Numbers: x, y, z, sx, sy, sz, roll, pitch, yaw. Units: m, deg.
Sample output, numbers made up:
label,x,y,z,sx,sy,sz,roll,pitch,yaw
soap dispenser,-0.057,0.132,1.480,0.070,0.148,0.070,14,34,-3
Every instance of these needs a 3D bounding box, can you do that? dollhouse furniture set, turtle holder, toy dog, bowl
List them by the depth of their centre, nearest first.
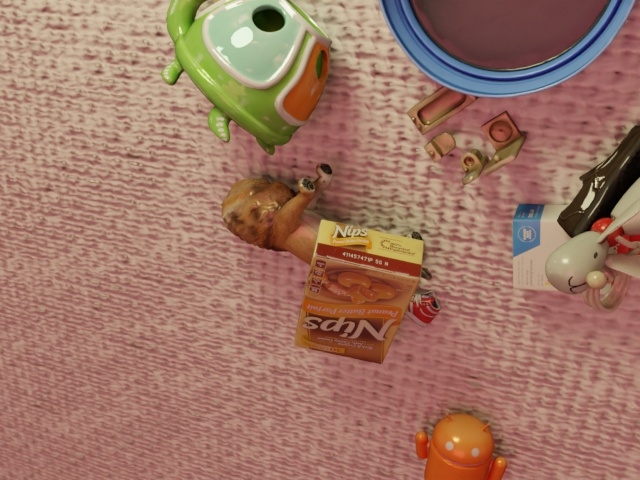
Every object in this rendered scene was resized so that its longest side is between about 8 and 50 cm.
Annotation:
label,x,y,z,sx,sy,sz,roll,pitch,yaw
toy dog,0.501,-0.024,1.063,0.220,0.161,0.334,32,94,-34
bowl,0.277,-0.414,1.102,0.391,0.077,0.391,9,115,19
dollhouse furniture set,0.230,-0.178,1.215,0.144,0.123,0.151,-32,99,32
turtle holder,-0.120,-0.323,1.263,0.227,0.243,0.320,-45,52,18

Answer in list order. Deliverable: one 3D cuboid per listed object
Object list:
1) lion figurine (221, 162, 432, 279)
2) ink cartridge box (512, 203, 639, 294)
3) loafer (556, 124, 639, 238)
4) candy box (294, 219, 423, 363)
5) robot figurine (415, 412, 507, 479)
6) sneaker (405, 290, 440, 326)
label,x,y,z,sx,sy,sz,roll,pitch,yaw
lion figurine,0.000,0.000,1.397,0.392,0.142,0.240,41,131,-4
ink cartridge box,0.447,0.015,1.239,0.231,0.078,0.134,2,114,23
loafer,0.446,-0.097,1.152,0.220,0.080,0.078,-53,45,0
candy box,0.062,0.104,1.343,0.183,0.087,0.316,13,142,0
robot figurine,0.279,0.444,1.492,0.158,0.128,0.219,42,134,48
sneaker,0.178,0.113,1.426,0.118,0.042,0.067,35,127,-4
